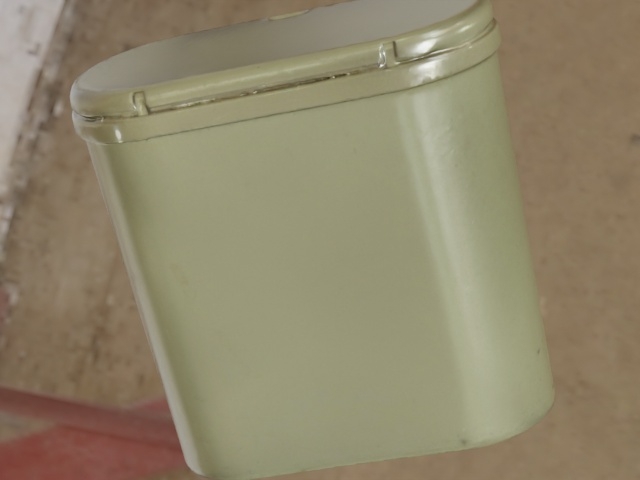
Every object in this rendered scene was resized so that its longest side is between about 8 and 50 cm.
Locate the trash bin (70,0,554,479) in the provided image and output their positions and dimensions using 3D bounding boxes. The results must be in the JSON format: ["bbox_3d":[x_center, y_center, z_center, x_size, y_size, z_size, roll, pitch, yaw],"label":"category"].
[{"bbox_3d":[0.000,0.000,1.010,0.243,0.121,0.247,-9,109,11],"label":"trash bin"}]
